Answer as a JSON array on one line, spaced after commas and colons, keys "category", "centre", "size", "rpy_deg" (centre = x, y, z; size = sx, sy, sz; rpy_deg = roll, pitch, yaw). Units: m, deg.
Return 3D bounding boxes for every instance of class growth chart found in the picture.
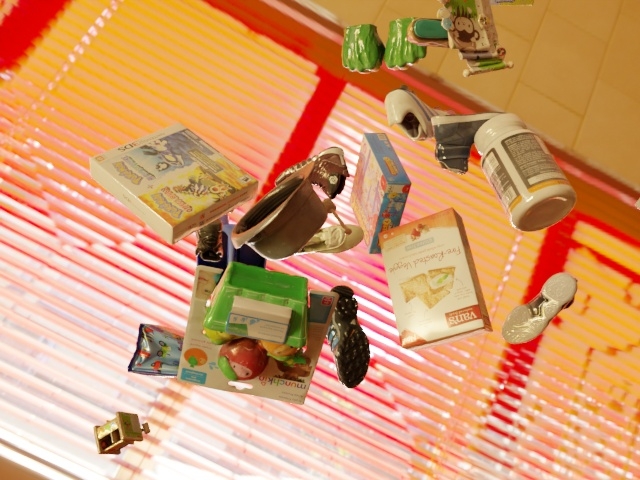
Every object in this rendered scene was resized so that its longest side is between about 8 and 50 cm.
[{"category": "growth chart", "centre": [0.308, -0.449, 1.152], "size": [0.021, 0.172, 0.237], "rpy_deg": [0, -69, 59]}]

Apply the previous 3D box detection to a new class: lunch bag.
[{"category": "lunch bag", "centre": [-0.331, 0.328, 1.550], "size": [0.293, 0.138, 0.221], "rpy_deg": [9, -12, 16]}]

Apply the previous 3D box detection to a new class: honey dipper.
[{"category": "honey dipper", "centre": [0.042, -0.059, 1.426], "size": [0.030, 0.030, 0.160], "rpy_deg": [42, 9, -36]}]

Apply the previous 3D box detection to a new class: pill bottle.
[{"category": "pill bottle", "centre": [0.495, -0.172, 1.395], "size": [0.162, 0.278, 0.162], "rpy_deg": [-11, -34, -7]}]

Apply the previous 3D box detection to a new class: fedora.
[{"category": "fedora", "centre": [-0.079, -0.048, 1.313], "size": [0.275, 0.243, 0.124], "rpy_deg": [-34, -71, 26]}]

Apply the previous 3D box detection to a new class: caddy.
[{"category": "caddy", "centre": [-0.309, 0.059, 1.973], "size": [0.241, 0.179, 0.341], "rpy_deg": [3, -51, -7]}]

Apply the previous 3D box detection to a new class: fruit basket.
[{"category": "fruit basket", "centre": [-0.156, 0.238, 1.316], "size": [0.327, 0.353, 0.165], "rpy_deg": [14, 22, -7]}]

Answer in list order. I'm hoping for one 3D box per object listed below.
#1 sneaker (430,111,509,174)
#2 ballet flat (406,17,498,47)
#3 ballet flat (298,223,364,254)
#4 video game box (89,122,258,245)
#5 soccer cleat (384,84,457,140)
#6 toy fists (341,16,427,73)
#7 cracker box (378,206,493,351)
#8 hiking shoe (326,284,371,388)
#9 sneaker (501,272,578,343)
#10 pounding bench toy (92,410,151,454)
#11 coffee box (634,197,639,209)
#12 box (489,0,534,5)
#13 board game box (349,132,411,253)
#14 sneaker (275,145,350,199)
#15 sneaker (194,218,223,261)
[{"category": "sneaker", "centre": [0.415, -0.263, 1.533], "size": [0.226, 0.163, 0.086], "rpy_deg": [-7, 5, -6]}, {"category": "ballet flat", "centre": [0.324, -0.515, 1.407], "size": [0.232, 0.080, 0.073], "rpy_deg": [4, 1, -11]}, {"category": "ballet flat", "centre": [0.000, 0.000, 1.634], "size": [0.249, 0.086, 0.086], "rpy_deg": [-12, -35, 18]}, {"category": "video game box", "centre": [-0.240, -0.103, 0.933], "size": [0.205, 0.187, 0.048], "rpy_deg": [36, -41, 20]}, {"category": "soccer cleat", "centre": [0.323, -0.351, 1.740], "size": [0.331, 0.143, 0.116], "rpy_deg": [16, -26, -34]}, {"category": "toy fists", "centre": [0.195, -0.591, 1.744], "size": [0.279, 0.142, 0.096], "rpy_deg": [2, 1, 24]}, {"category": "cracker box", "centre": [0.207, 0.074, 1.043], "size": [0.156, 0.232, 0.067], "rpy_deg": [-21, -26, 24]}, {"category": "hiking shoe", "centre": [0.070, 0.290, 1.692], "size": [0.113, 0.303, 0.132], "rpy_deg": [1, -18, -23]}, {"category": "sneaker", "centre": [0.660, 0.205, 1.671], "size": [0.101, 0.268, 0.153], "rpy_deg": [50, 23, 26]}, {"category": "pounding bench toy", "centre": [-0.355, 0.350, 1.014], "size": [0.083, 0.065, 0.052], "rpy_deg": [41, 20, -57]}, {"category": "coffee box", "centre": [0.827, -0.054, 1.205], "size": [0.098, 0.246, 0.141], "rpy_deg": [-3, -47, -26]}, {"category": "box", "centre": [0.389, -0.582, 1.262], "size": [0.179, 0.105, 0.043], "rpy_deg": [6, -15, 15]}, {"category": "board game box", "centre": [0.196, -0.164, 1.944], "size": [0.086, 0.308, 0.301], "rpy_deg": [-1, -49, -13]}, {"category": "sneaker", "centre": [-0.022, -0.199, 1.966], "size": [0.281, 0.162, 0.106], "rpy_deg": [-26, -10, 25]}, {"category": "sneaker", "centre": [-0.331, -0.017, 1.634], "size": [0.087, 0.130, 0.227], "rpy_deg": [2, 15, -20]}]
